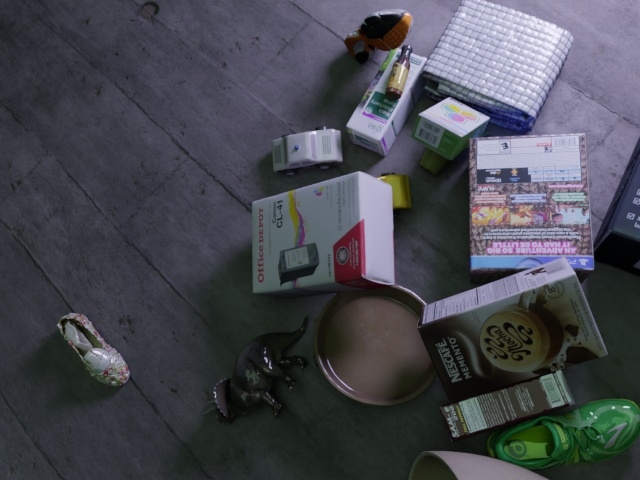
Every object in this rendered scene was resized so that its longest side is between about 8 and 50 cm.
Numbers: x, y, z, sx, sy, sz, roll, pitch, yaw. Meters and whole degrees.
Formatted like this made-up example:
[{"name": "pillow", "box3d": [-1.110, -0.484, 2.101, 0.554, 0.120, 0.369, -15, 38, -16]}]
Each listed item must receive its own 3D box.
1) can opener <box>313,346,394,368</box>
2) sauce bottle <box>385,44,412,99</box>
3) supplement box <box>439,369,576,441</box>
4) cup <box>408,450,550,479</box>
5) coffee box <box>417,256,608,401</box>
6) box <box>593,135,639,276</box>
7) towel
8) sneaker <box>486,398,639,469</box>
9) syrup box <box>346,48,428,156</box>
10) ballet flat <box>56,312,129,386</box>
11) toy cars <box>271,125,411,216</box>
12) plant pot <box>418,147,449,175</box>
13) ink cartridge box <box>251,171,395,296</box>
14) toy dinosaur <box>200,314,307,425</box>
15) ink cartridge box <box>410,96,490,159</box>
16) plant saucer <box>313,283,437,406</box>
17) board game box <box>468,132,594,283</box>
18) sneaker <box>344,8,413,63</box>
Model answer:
[{"name": "can opener", "box3d": [0.076, 0.253, 1.276, 0.186, 0.073, 0.059, 4, 37, 12]}, {"name": "sauce bottle", "box3d": [0.183, -0.389, 1.335, 0.042, 0.042, 0.128, 13, 75, 17]}, {"name": "supplement box", "box3d": [0.360, 0.324, 1.136, 0.239, 0.130, 0.073, -20, 71, 9]}, {"name": "cup", "box3d": [0.322, 0.529, 1.015, 0.236, 0.331, 0.331, -3, 71, -15]}, {"name": "coffee box", "box3d": [0.355, 0.170, 1.099, 0.297, 0.119, 0.168, -23, 98, 18]}, {"name": "box", "box3d": [0.754, -0.106, 1.118, 0.293, 0.212, 0.396, 24, 82, 20]}, {"name": "towel", "box3d": [0.405, -0.404, 1.347, 0.283, 0.121, 0.235, 27, 84, 18]}, {"name": "sneaker", "box3d": [0.466, 0.379, 1.096, 0.295, 0.123, 0.110, -19, 70, 7]}, {"name": "syrup box", "box3d": [0.165, -0.333, 1.396, 0.093, 0.096, 0.237, 27, 81, 21]}, {"name": "ballet flat", "box3d": [-0.567, 0.269, 1.415, 0.241, 0.077, 0.091, 38, 85, 20]}, {"name": "toy cars", "box3d": [0.031, -0.162, 1.367, 0.393, 0.087, 0.176, 37, 100, 21]}, {"name": "plant pot", "box3d": [0.270, -0.196, 1.344, 0.083, 0.083, 0.079, 36, 97, 21]}, {"name": "ink cartridge box", "box3d": [0.000, 0.000, 1.255, 0.306, 0.131, 0.226, -12, 74, 36]}, {"name": "toy dinosaur", "box3d": [-0.132, 0.291, 1.277, 0.160, 0.121, 0.314, 29, 87, 6]}, {"name": "ink cartridge box", "box3d": [0.303, -0.261, 1.292, 0.109, 0.062, 0.209, 34, 43, 21]}, {"name": "plant saucer", "box3d": [0.123, 0.219, 1.237, 0.277, 0.041, 0.278, 0, 61, 1]}, {"name": "board game box", "box3d": [0.433, -0.062, 1.224, 0.232, 0.141, 0.291, 0, 74, 14]}, {"name": "sneaker", "box3d": [0.154, -0.519, 1.389, 0.099, 0.262, 0.121, 45, 78, -20]}]
